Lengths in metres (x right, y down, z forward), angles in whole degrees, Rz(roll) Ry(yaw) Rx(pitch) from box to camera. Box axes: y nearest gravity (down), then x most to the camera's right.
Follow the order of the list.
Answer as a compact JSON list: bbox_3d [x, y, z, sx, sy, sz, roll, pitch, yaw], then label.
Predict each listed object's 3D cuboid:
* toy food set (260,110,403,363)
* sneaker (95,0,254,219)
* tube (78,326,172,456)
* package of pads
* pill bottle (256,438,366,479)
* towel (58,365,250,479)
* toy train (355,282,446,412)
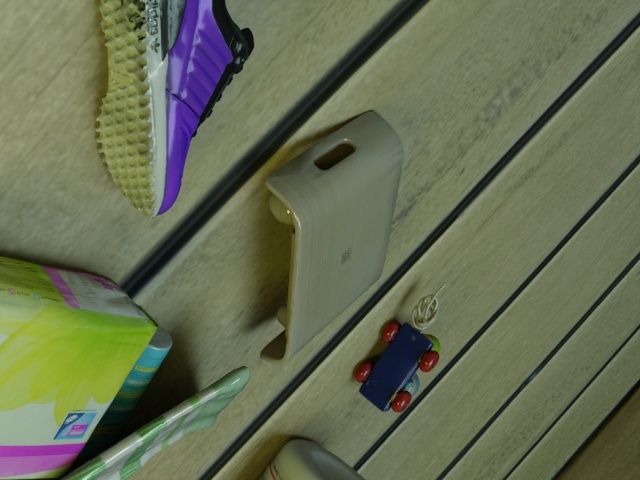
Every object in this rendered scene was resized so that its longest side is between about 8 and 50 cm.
[{"bbox_3d":[0.000,0.000,1.142,0.220,0.092,0.306,-38,147,-39],"label":"toy food set"},{"bbox_3d":[-0.129,-0.155,0.814,0.146,0.102,0.293,-23,137,-36],"label":"sneaker"},{"bbox_3d":[-0.254,0.195,1.055,0.080,0.052,0.207,13,118,-42],"label":"tube"},{"bbox_3d":[-0.330,0.128,0.849,0.296,0.101,0.229,18,108,-55],"label":"package of pads"},{"bbox_3d":[-0.083,0.561,1.429,0.407,0.229,0.229,-53,146,3],"label":"pill bottle"},{"bbox_3d":[-0.247,0.281,1.057,0.325,0.038,0.248,-30,169,-29],"label":"towel"},{"bbox_3d":[0.178,0.185,1.502,0.248,0.105,0.143,-57,156,9],"label":"toy train"}]
